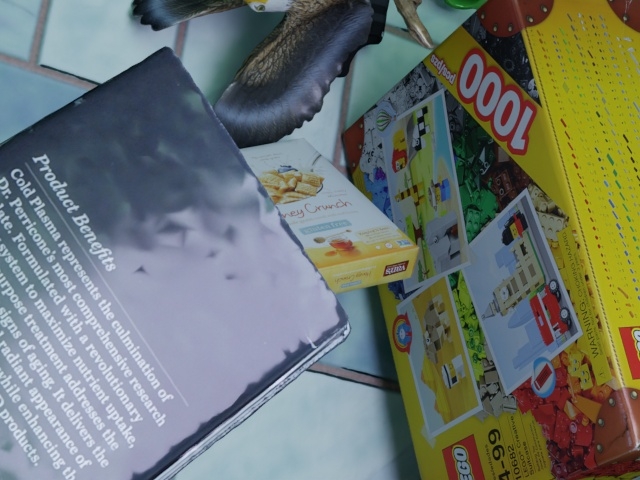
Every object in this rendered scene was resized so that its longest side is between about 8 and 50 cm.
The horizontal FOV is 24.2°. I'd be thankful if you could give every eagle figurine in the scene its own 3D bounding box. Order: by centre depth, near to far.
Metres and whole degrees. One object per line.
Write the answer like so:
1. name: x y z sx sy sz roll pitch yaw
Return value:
1. eagle figurine: -0.038 -0.266 1.679 0.225 0.298 0.226 24 52 -37

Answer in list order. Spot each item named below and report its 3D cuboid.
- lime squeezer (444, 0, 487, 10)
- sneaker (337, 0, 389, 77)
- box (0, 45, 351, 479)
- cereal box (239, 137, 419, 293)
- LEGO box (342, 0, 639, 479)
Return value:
1. lime squeezer: 0.169 -0.344 1.912 0.310 0.059 0.110 47 25 -5
2. sneaker: 0.045 -0.287 1.840 0.234 0.084 0.097 -54 131 -27
3. box: -0.314 0.124 1.288 0.472 0.480 0.297 -35 96 -31
4. cereal box: -0.029 -0.026 1.647 0.173 0.047 0.240 -12 40 -33
5. LEGO box: 0.237 0.029 1.642 0.193 0.372 0.500 -1 68 -30
